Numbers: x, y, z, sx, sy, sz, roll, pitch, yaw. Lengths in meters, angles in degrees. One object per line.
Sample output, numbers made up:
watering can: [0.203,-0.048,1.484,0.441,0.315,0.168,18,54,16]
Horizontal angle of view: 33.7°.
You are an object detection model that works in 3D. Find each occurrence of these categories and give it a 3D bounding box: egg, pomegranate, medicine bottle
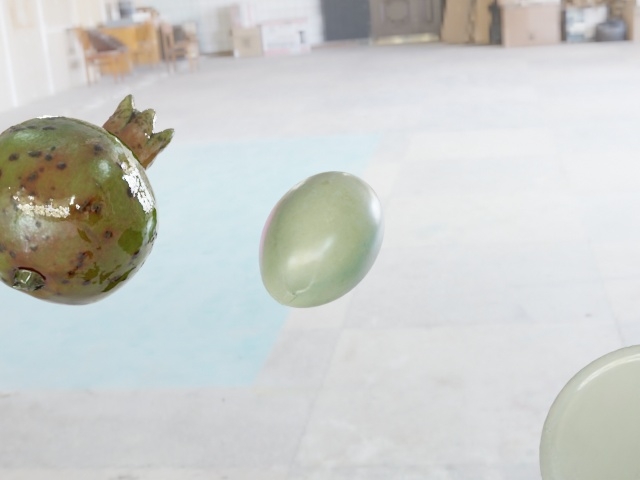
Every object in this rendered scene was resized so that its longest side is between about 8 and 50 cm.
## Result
egg: [0.000,0.000,1.040,0.114,0.114,0.152,9,55,41]
pomegranate: [-0.197,-0.039,0.866,0.159,0.159,0.205,6,45,33]
medicine bottle: [0.362,0.256,1.012,0.211,0.211,0.371,7,-23,37]
